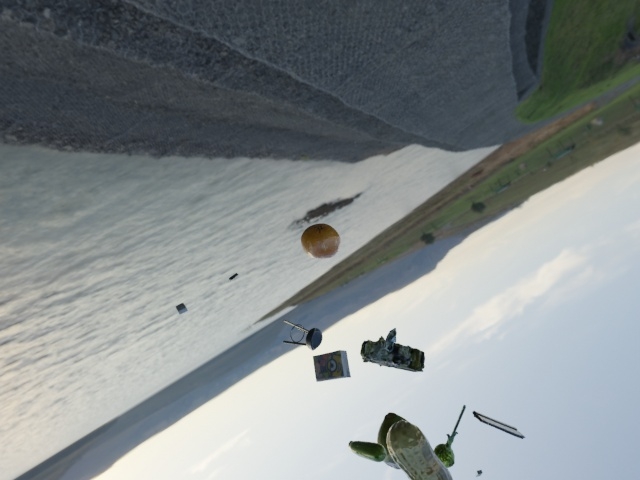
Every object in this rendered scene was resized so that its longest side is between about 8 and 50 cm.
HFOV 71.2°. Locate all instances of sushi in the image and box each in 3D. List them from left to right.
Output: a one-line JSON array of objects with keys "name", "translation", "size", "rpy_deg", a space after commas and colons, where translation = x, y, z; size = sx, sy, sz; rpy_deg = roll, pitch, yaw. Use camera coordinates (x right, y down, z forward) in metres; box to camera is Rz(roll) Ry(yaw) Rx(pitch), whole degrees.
[{"name": "sushi", "translation": [0.323, 0.500, 1.993], "size": [0.290, 0.139, 0.131], "rpy_deg": [10, 163, 4]}]

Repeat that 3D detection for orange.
[{"name": "orange", "translation": [0.000, 0.000, 2.129], "size": [0.193, 0.161, 0.193], "rpy_deg": [-4, -155, 2]}]

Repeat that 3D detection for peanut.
[{"name": "peanut", "translation": [0.334, 0.734, 1.481], "size": [0.147, 0.306, 0.147], "rpy_deg": [-38, 178, -1]}]

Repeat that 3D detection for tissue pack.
[{"name": "tissue pack", "translation": [0.045, 0.509, 1.807], "size": [0.148, 0.109, 0.060], "rpy_deg": [-22, 157, 33]}]

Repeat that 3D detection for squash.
[{"name": "squash", "translation": [0.176, 0.804, 1.719], "size": [0.066, 0.066, 0.201], "rpy_deg": [-27, -174, -36]}]

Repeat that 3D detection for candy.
[{"name": "candy", "translation": [0.477, 0.708, 1.620], "size": [0.073, 0.077, 0.262], "rpy_deg": [-58, 164, -73]}]

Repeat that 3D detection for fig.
[{"name": "fig", "translation": [0.394, 1.027, 2.308], "size": [0.239, 0.271, 0.239], "rpy_deg": [-19, 170, -4]}]

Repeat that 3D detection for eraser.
[{"name": "eraser", "translation": [-0.593, 0.290, 1.905], "size": [0.038, 0.019, 0.083], "rpy_deg": [-27, -162, -20]}]

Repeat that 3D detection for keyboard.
[{"name": "keyboard", "translation": [0.707, 0.737, 1.778], "size": [0.023, 0.231, 0.072], "rpy_deg": [-63, -164, 3]}]

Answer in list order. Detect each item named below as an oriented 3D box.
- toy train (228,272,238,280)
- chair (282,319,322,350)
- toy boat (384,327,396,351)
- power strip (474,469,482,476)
[{"name": "toy train", "translation": [-0.445, 0.187, 2.268], "size": [0.017, 0.017, 0.083], "rpy_deg": [-43, 179, 25]}, {"name": "chair", "translation": [-0.071, 0.410, 1.942], "size": [0.095, 0.104, 0.221], "rpy_deg": [-3, -175, -37]}, {"name": "toy boat", "translation": [0.242, 0.336, 1.521], "size": [0.038, 0.038, 0.083], "rpy_deg": [123, -14, -76]}, {"name": "power strip", "translation": [0.756, 1.114, 2.138], "size": [0.027, 0.017, 0.083], "rpy_deg": [-16, 142, -2]}]
